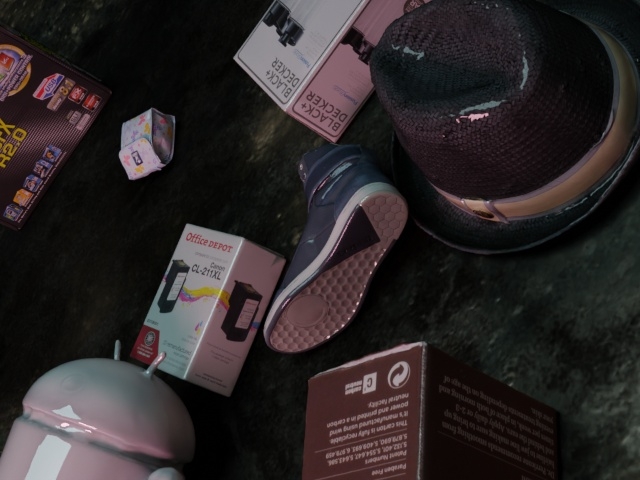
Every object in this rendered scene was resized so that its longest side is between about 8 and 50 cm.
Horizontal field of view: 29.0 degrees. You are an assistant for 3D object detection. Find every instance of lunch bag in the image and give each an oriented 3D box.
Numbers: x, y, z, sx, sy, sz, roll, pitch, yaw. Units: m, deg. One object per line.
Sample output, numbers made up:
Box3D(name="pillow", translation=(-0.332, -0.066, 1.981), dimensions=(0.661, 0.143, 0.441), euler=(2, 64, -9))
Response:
Box3D(name="lunch bag", translation=(-0.239, -0.131, 1.703), dimensions=(0.071, 0.053, 0.083), euler=(-19, 64, 42))

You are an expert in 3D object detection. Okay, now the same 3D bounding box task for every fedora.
Box3D(name="fedora", translation=(0.158, -0.150, 1.195), dimensions=(0.334, 0.152, 0.334), euler=(-26, 50, 36))

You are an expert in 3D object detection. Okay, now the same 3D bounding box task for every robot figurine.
Box3D(name="robot figurine", translation=(-0.261, 0.281, 1.360), dimensions=(0.299, 0.199, 0.354), euler=(10, 76, 44))

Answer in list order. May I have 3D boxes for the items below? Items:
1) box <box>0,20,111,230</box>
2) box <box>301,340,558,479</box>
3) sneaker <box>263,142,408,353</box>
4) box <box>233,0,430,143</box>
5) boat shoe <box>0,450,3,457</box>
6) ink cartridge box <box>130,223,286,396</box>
Box3D(name="box", translation=(-0.477, -0.172, 1.858), dimensions=(0.270, 0.216, 0.060), euler=(-54, 40, 8))
Box3D(name="box", translation=(0.088, 0.296, 0.978), dimensions=(0.143, 0.191, 0.382), euler=(-23, 51, 38))
Box3D(name="sneaker", translation=(0.002, 0.000, 1.337), dimensions=(0.226, 0.086, 0.163), euler=(-54, 31, 20))
Box3D(name="box", translation=(0.039, -0.279, 1.455), dimensions=(0.290, 0.087, 0.169), euler=(-53, 39, 11))
Box3D(name="boat shoe", translation=(-0.479, 0.306, 1.705), dimensions=(0.152, 0.049, 0.056), euler=(0, 68, 48))
Box3D(name="ink cartridge box", translation=(-0.132, 0.077, 1.442), dimensions=(0.127, 0.072, 0.175), euler=(13, 78, 51))
